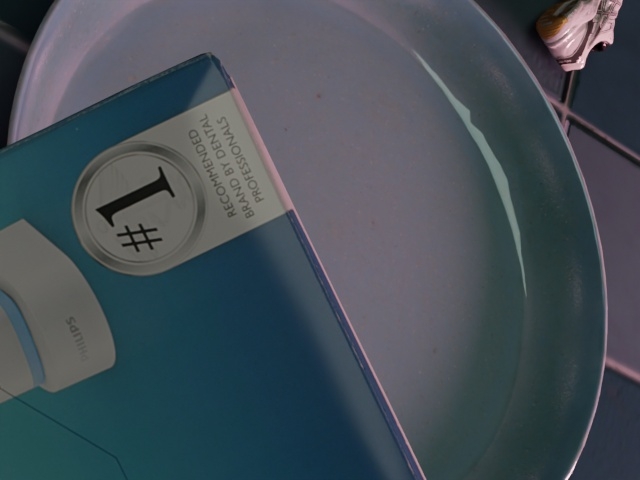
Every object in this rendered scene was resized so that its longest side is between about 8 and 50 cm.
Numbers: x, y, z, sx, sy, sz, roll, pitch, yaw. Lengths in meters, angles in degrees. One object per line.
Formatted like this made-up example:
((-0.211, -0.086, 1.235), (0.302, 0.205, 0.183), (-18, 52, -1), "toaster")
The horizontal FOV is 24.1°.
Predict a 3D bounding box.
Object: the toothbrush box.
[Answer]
((-0.115, 0.107, 0.436), (0.295, 0.126, 0.216), (-27, 94, -3), "toothbrush box")

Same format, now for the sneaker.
((0.150, -0.124, 0.826), (0.083, 0.032, 0.037), (-43, 113, -29), "sneaker")

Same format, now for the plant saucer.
((0.000, 0.000, 0.671), (0.317, 0.043, 0.318), (14, 66, -33), "plant saucer")
